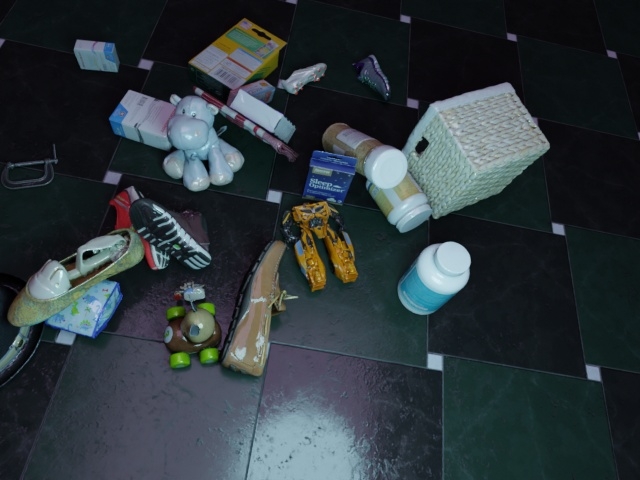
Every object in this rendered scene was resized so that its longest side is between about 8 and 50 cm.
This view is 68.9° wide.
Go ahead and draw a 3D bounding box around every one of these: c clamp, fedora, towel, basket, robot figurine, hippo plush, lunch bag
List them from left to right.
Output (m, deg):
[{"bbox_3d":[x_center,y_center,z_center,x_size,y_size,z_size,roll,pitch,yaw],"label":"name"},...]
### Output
[{"bbox_3d":[-0.847,0.206,1.108,0.335,0.152,0.333,4,61,-8],"label":"fedora"},{"bbox_3d":[-0.872,-0.215,1.404,0.161,0.022,0.137,-16,72,-20],"label":"c clamp"},{"bbox_3d":[-0.608,0.170,1.204,0.129,0.096,0.151,16,51,-2],"label":"lunch bag"},{"bbox_3d":[-0.350,-0.318,1.429,0.235,0.236,0.294,17,61,-1],"label":"hippo plush"},{"bbox_3d":[-0.233,-0.365,1.493,0.329,0.237,0.037,34,95,9],"label":"towel"},{"bbox_3d":[0.000,0.000,1.414,0.211,0.085,0.290,-12,66,-18],"label":"robot figurine"},{"bbox_3d":[0.485,-0.286,1.525,0.332,0.328,0.266,-22,73,-21],"label":"basket"}]

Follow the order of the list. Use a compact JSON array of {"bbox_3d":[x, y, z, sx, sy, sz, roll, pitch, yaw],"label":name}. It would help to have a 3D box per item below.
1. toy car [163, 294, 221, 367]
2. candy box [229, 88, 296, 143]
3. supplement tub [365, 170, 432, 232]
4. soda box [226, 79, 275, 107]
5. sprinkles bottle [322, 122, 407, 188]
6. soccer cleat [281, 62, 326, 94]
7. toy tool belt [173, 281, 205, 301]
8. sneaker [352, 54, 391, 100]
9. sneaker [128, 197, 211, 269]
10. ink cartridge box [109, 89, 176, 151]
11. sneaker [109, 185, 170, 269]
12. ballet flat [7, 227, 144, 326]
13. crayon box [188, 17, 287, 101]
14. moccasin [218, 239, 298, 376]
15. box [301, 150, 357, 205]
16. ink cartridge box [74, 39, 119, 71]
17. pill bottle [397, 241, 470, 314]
[{"bbox_3d":[-0.327,0.218,1.178,0.149,0.188,0.154,-6,64,-14],"label":"toy car"},{"bbox_3d":[-0.182,-0.402,1.529,0.165,0.196,0.070,33,97,7],"label":"candy box"},{"bbox_3d":[0.252,-0.140,1.502,0.144,0.144,0.199,-23,69,-21],"label":"supplement tub"},{"bbox_3d":[-0.239,-0.500,1.620,0.063,0.058,0.183,39,44,11],"label":"soda box"},{"bbox_3d":[0.129,-0.274,1.463,0.121,0.121,0.355,-16,31,-18],"label":"sprinkles bottle"},{"bbox_3d":[-0.059,-0.618,1.743,0.196,0.068,0.076,-40,73,-23],"label":"soccer cleat"},{"bbox_3d":[-0.365,0.141,1.298,0.083,0.052,0.051,-4,32,-16],"label":"toy tool belt"},{"bbox_3d":[0.198,-0.610,1.793,0.098,0.083,0.223,-20,62,3],"label":"sneaker"},{"bbox_3d":[-0.406,-0.053,1.292,0.107,0.281,0.162,-20,45,16],"label":"sneaker"},{"bbox_3d":[-0.558,-0.389,1.517,0.191,0.082,0.139,19,61,-2],"label":"ink cartridge box"},{"bbox_3d":[-0.522,-0.022,1.337,0.118,0.107,0.278,-30,69,-2],"label":"sneaker"},{"bbox_3d":[-0.600,0.073,1.145,0.349,0.123,0.123,-35,73,-33],"label":"ballet flat"},{"bbox_3d":[-0.296,-0.657,1.707,0.203,0.083,0.323,33,62,7],"label":"crayon box"},{"bbox_3d":[-0.151,0.173,1.268,0.147,0.139,0.379,21,56,-15],"label":"moccasin"},{"bbox_3d":[0.024,-0.187,1.437,0.137,0.225,0.036,10,62,-5],"label":"box"},{"bbox_3d":[-0.766,-0.633,1.602,0.123,0.088,0.052,1,63,-10],"label":"ink cartridge box"},{"bbox_3d":[0.323,0.103,1.317,0.146,0.264,0.146,4,62,-8],"label":"pill bottle"}]
